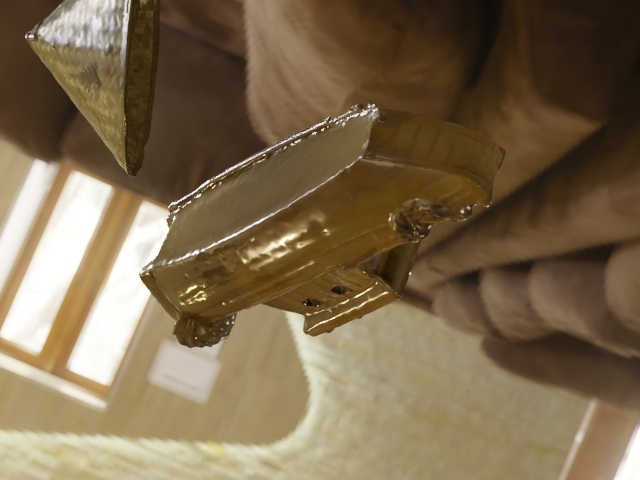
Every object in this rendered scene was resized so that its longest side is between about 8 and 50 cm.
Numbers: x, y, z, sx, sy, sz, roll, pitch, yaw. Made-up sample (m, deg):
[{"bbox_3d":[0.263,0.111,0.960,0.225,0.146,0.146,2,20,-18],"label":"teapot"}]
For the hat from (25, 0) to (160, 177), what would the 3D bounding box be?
[{"bbox_3d":[-0.128,-0.109,0.797,0.067,0.146,0.146,5,177,-1],"label":"hat"}]

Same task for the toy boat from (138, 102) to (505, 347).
[{"bbox_3d":[0.000,0.000,0.962,0.121,0.089,0.321,39,143,-22],"label":"toy boat"}]
